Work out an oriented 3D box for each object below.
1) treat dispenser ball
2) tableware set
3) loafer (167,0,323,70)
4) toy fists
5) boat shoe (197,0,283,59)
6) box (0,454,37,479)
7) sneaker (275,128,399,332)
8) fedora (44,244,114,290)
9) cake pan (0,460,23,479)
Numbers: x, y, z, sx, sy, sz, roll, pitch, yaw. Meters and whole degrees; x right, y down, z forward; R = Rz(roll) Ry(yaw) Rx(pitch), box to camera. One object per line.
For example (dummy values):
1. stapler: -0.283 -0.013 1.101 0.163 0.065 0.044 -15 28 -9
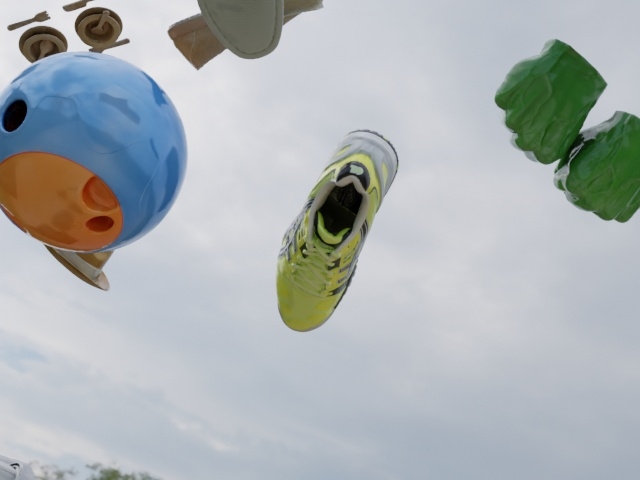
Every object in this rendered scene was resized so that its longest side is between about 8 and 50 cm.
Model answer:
1. treat dispenser ball: -0.335 -0.125 1.350 0.288 0.288 0.288 16 -28 9
2. tableware set: -0.450 -0.362 1.699 0.194 0.039 0.128 -18 -36 4
3. loafer: -0.110 -0.344 1.505 0.268 0.102 0.092 -14 -70 16
4. toy fists: 0.353 -0.139 1.299 0.279 0.142 0.096 40 -6 -19
5. boat shoe: -0.117 -0.376 1.163 0.114 0.091 0.303 -11 -60 6
6. box: -0.686 0.544 1.574 0.293 0.395 0.212 28 -5 -29
7. sneaker: 0.000 0.000 1.547 0.145 0.147 0.385 24 -60 8
8. fedora: -0.436 0.010 1.738 0.194 0.079 0.194 43 0 0
9. cake pan: -0.508 0.389 1.214 0.054 0.293 0.293 46 -34 -13
